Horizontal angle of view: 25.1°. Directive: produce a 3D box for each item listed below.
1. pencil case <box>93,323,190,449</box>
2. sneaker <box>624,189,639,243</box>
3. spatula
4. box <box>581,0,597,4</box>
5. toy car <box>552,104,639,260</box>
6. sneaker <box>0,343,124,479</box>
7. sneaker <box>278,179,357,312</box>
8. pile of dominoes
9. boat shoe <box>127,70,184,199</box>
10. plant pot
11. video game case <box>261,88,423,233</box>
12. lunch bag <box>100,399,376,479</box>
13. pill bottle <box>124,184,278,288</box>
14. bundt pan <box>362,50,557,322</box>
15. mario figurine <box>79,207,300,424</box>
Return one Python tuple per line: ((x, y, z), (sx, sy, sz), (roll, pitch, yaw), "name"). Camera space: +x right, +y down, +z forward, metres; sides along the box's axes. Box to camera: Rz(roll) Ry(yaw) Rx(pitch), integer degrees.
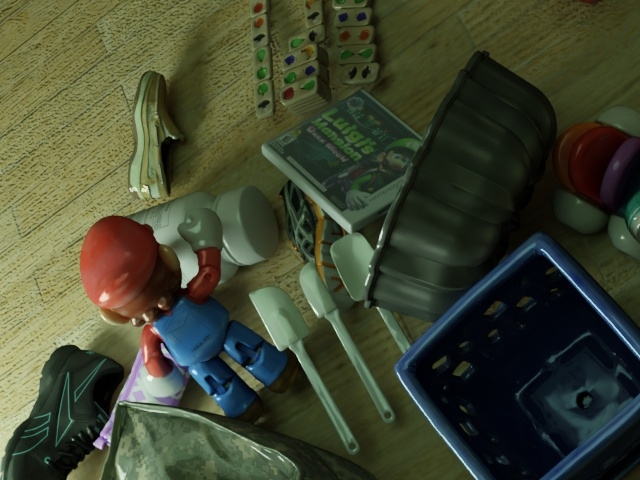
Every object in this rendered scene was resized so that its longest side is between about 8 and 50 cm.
((-0.228, 0.194, 1.952), (0.086, 0.088, 0.206), (16, 84, 45), "pencil case")
((0.445, -0.086, 1.585), (0.302, 0.108, 0.121), (-22, 51, -18), "sneaker")
((0.039, 0.128, 1.795), (0.168, 0.019, 0.242), (-30, 79, -1), "spatula")
((0.298, -0.437, 1.794), (0.128, 0.122, 0.257), (-40, 64, 33), "box")
((0.350, -0.077, 1.669), (0.182, 0.136, 0.159), (29, 90, 34), "toy car")
((-0.356, 0.267, 1.981), (0.106, 0.101, 0.267), (9, 64, 19), "sneaker")
((0.000, 0.000, 1.894), (0.083, 0.084, 0.215), (-32, 58, 39), "sneaker")
((-0.019, -0.295, 1.996), (0.196, 0.040, 0.251), (-19, 58, 24), "pile of dominoes")
((-0.231, -0.152, 2.088), (0.072, 0.068, 0.190), (1, 84, 18), "boat shoe")
((0.264, 0.166, 1.597), (0.236, 0.212, 0.236), (-44, 58, 11), "plant pot")
((0.047, -0.107, 1.870), (0.173, 0.022, 0.190), (-31, 53, -23), "video game case")
((-0.086, 0.305, 1.745), (0.287, 0.235, 0.169), (5, 76, 31), "lunch bag")
((-0.179, 0.005, 1.959), (0.229, 0.131, 0.131), (-18, 66, 25), "pill bottle")
((0.173, -0.046, 1.672), (0.124, 0.331, 0.331), (26, 88, 10), "bundt pan")
((-0.174, 0.085, 1.865), (0.198, 0.320, 0.170), (-53, 15, -28), "mario figurine")
